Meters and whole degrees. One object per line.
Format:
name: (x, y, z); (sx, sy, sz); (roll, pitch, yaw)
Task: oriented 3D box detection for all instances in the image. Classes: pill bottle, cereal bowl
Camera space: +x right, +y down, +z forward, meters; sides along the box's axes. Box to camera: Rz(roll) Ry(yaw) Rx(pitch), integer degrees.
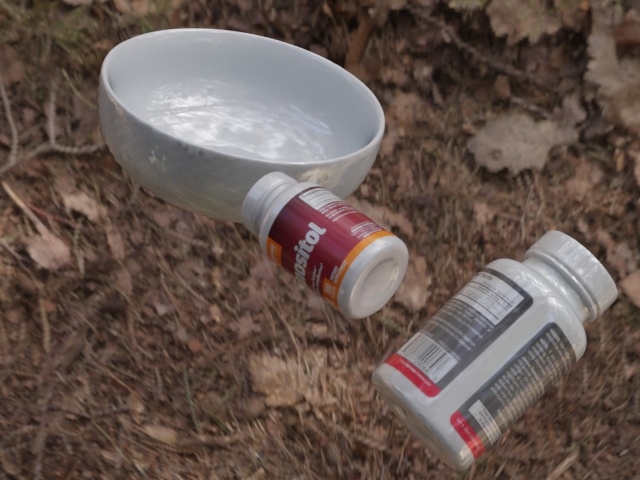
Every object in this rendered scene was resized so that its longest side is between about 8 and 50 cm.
pill bottle: (0.237, 0.137, 1.621); (0.318, 0.176, 0.176); (-42, 74, -10)
cereal bowl: (-0.101, -0.120, 1.460); (0.339, 0.141, 0.339); (10, 31, -6)
pill bottle: (0.000, 0.000, 1.130); (0.152, 0.086, 0.086); (35, 76, 31)
